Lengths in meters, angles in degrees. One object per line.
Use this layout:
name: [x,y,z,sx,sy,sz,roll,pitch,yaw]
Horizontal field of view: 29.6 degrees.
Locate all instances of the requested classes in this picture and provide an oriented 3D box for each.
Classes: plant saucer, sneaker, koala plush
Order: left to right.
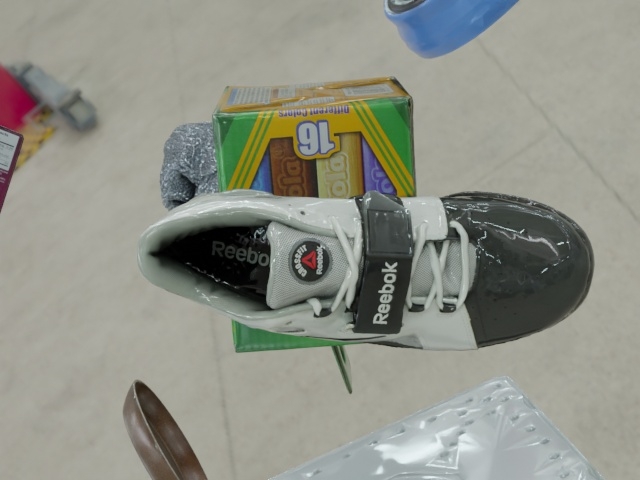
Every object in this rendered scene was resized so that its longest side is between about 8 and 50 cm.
plant saucer: [-0.159,0.222,1.251,0.029,0.168,0.168,-31,27,0]
koala plush: [-0.106,-0.090,1.798,0.221,0.203,0.196,-4,36,33]
sneaker: [0.025,0.025,0.861,0.330,0.122,0.146,1,4,14]

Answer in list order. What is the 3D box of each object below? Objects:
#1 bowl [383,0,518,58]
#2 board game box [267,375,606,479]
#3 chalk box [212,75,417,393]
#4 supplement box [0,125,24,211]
bowl: [0.225,-0.413,1.562,0.391,0.077,0.391,-47,19,22]
board game box: [0.106,0.317,1.378,0.390,0.050,0.390,-24,18,-4]
chalk box: [0.000,0.000,1.158,0.179,0.289,0.180,-3,14,-1]
supplement box: [-0.239,-0.037,0.815,0.055,0.043,0.083,-6,67,57]
